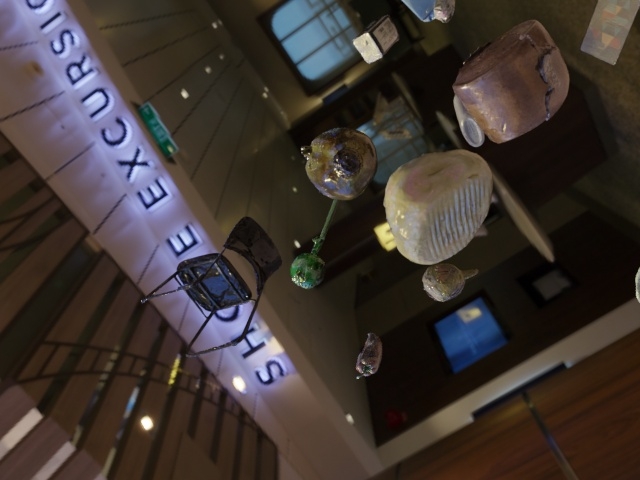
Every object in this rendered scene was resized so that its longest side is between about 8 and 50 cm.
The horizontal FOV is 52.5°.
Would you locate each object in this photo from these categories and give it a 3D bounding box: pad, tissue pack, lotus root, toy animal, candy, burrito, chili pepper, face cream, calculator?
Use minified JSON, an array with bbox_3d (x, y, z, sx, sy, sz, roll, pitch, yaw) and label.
[{"bbox_3d":[0.911,-0.677,2.046,0.143,0.003,0.211,45,140,39],"label":"pad"},{"bbox_3d":[0.194,-0.690,2.222,0.103,0.090,0.170,55,-133,-18],"label":"tissue pack"},{"bbox_3d":[0.049,-0.176,1.515,0.173,0.173,0.309,54,177,-17],"label":"lotus root"},{"bbox_3d":[0.324,0.105,1.627,0.098,0.137,0.098,-7,-90,-89],"label":"toy animal"},{"bbox_3d":[-0.002,-0.001,1.875,0.097,0.097,0.323,51,-135,-33],"label":"candy"},{"bbox_3d":[0.361,-0.706,1.871,0.064,0.064,0.203,48,-136,-45],"label":"burrito"},{"bbox_3d":[0.102,0.240,1.347,0.153,0.050,0.041,-59,-31,-67],"label":"chili pepper"},{"bbox_3d":[0.509,-0.445,2.256,0.144,0.071,0.291,57,-158,-32],"label":"face cream"},{"bbox_3d":[0.343,-0.863,2.269,0.210,0.121,0.039,43,-133,-6],"label":"calculator"}]

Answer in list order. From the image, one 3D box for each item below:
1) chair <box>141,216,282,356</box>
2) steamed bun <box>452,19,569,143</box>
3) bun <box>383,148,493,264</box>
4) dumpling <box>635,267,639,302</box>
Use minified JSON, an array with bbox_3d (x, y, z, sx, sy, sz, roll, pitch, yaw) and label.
[{"bbox_3d":[-0.183,0.074,1.165,0.140,0.145,0.221,57,-143,-23],"label":"chair"},{"bbox_3d":[0.508,-0.408,1.632,0.251,0.301,0.199,48,158,-12],"label":"steamed bun"},{"bbox_3d":[0.325,-0.111,1.837,0.213,0.361,0.361,52,-176,38],"label":"bun"},{"bbox_3d":[0.895,0.096,1.675,0.108,0.219,0.153,111,141,-65],"label":"dumpling"}]
